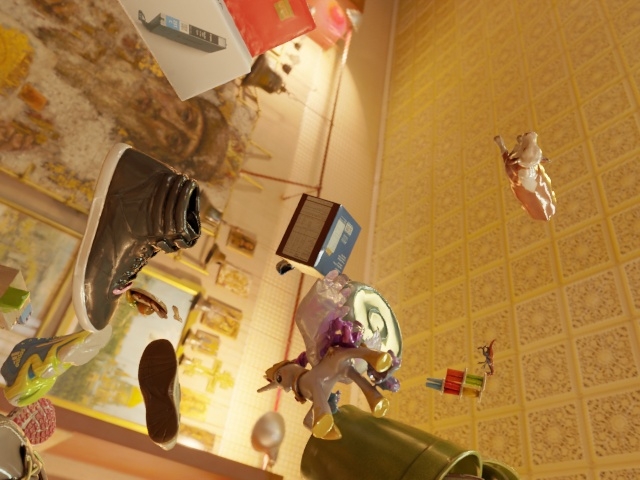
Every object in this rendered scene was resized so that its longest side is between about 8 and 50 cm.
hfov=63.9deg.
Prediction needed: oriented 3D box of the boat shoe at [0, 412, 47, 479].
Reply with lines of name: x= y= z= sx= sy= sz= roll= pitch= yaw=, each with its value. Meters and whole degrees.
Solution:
boat shoe: x=-0.530 y=0.408 z=0.880 sx=0.116 sy=0.097 sz=0.324 roll=-62 pitch=168 yaw=-53

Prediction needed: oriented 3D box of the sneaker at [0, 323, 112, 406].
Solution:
sneaker: x=-0.573 y=0.230 z=1.092 sx=0.240 sy=0.126 sz=0.091 roll=-40 pitch=156 yaw=-21

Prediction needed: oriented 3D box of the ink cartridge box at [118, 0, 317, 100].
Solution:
ink cartridge box: x=-0.179 y=-0.403 z=0.795 sx=0.261 sy=0.296 sz=0.066 roll=-20 pitch=-143 yaw=13

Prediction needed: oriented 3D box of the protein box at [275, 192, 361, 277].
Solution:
protein box: x=0.000 y=0.000 z=1.541 sx=0.136 sy=0.200 sz=0.201 roll=19 pitch=-101 yaw=28

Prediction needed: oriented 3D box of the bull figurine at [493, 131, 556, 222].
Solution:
bull figurine: x=0.534 y=-0.177 z=1.330 sx=0.101 sy=0.310 sz=0.188 roll=-20 pitch=-137 yaw=18

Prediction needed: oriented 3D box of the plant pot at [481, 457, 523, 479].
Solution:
plant pot: x=0.433 y=0.766 z=1.519 sx=0.254 sy=0.276 sz=0.276 roll=129 pitch=-15 yaw=-75

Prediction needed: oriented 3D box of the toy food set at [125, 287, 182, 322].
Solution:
toy food set: x=-0.476 y=0.177 z=1.406 sx=0.038 sy=0.192 sz=0.132 roll=-61 pitch=174 yaw=-29

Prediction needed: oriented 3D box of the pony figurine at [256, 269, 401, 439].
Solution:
pony figurine: x=0.032 y=0.291 z=1.226 sx=0.351 sy=0.303 sz=0.363 roll=-42 pitch=-157 yaw=-17

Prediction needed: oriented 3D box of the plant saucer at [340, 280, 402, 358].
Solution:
plant saucer: x=0.164 y=0.263 z=1.578 sx=0.044 sy=0.317 sz=0.317 roll=-29 pitch=-142 yaw=30

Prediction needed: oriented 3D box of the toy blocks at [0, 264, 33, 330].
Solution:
toy blocks: x=-0.899 y=0.144 z=1.291 sx=0.261 sy=0.381 sz=0.190 roll=112 pitch=-7 yaw=-49

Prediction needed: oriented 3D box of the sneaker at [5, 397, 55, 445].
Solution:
sneaker: x=-0.821 y=0.502 z=1.346 sx=0.112 sy=0.121 sz=0.299 roll=-13 pitch=180 yaw=14

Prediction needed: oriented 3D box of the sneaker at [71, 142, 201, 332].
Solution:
sneaker: x=-0.264 y=0.018 z=0.761 sx=0.104 sy=0.147 sz=0.295 roll=-79 pitch=-174 yaw=-78

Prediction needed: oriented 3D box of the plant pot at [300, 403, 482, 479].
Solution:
plant pot: x=0.147 y=0.597 z=1.270 sx=0.353 sy=0.366 sz=0.366 roll=21 pitch=-99 yaw=39

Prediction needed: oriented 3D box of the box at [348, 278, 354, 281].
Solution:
box: x=0.086 y=0.245 z=2.036 sx=0.116 sy=0.029 sz=0.162 roll=-32 pitch=-139 yaw=34

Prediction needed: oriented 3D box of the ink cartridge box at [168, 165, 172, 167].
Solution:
ink cartridge box: x=-0.526 y=-0.077 z=1.490 sx=0.311 sy=0.065 sz=0.186 roll=-73 pitch=180 yaw=-54

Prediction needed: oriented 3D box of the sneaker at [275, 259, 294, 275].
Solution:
sneaker: x=-0.097 y=0.077 z=1.802 sx=0.135 sy=0.052 sz=0.058 roll=-42 pitch=-155 yaw=10

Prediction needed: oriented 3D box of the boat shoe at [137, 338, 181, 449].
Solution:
boat shoe: x=-0.439 y=0.422 z=1.422 sx=0.098 sy=0.109 sz=0.302 roll=100 pitch=-23 yaw=-53

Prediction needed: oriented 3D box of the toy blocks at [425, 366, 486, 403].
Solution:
toy blocks: x=0.361 y=0.381 z=1.380 sx=0.123 sy=0.148 sz=0.054 roll=83 pitch=21 yaw=-46

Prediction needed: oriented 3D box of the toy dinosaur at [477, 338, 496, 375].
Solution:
toy dinosaur: x=0.475 y=0.338 z=1.452 sx=0.090 sy=0.047 sz=0.082 roll=-47 pitch=-127 yaw=31

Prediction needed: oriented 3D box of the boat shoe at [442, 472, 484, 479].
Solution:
boat shoe: x=0.254 y=0.587 z=1.168 sx=0.116 sy=0.324 sz=0.123 roll=38 pitch=55 yaw=-78
